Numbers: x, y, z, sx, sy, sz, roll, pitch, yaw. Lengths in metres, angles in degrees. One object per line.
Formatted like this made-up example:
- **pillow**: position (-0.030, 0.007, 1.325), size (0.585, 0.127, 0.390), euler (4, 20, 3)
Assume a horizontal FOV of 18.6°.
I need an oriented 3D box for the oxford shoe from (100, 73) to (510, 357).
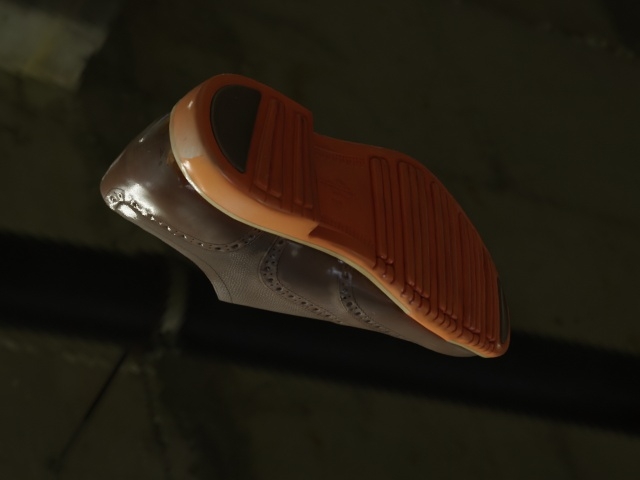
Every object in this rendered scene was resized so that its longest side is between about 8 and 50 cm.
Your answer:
- **oxford shoe**: position (0.000, 0.000, 1.441), size (0.364, 0.133, 0.130), euler (33, -136, -36)
